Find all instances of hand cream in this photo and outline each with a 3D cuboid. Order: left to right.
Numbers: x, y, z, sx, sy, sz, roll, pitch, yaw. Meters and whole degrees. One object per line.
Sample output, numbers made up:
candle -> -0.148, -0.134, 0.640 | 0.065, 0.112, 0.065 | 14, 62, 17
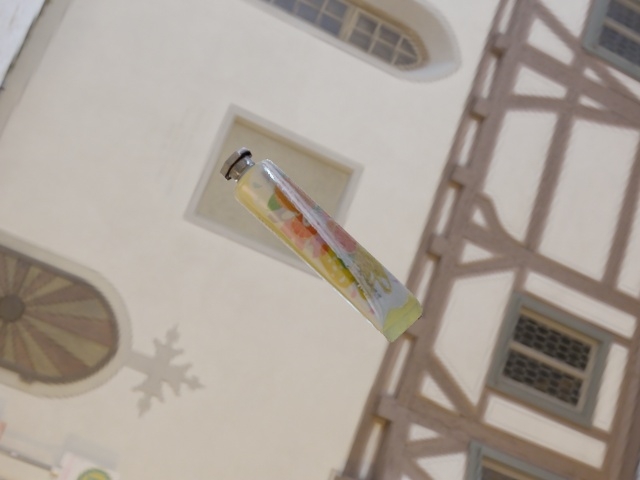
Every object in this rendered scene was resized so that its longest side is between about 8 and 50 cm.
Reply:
hand cream -> 0.000, 0.000, 0.376 | 0.022, 0.102, 0.035 | -54, 167, 30
